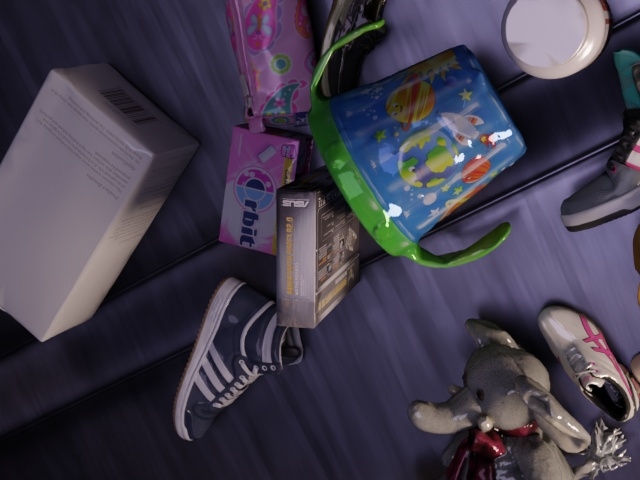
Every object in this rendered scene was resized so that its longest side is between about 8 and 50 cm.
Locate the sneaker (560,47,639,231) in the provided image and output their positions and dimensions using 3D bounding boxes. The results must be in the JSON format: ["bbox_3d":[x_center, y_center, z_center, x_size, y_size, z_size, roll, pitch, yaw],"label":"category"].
[{"bbox_3d":[0.398,-0.150,1.212,0.295,0.124,0.178,-33,94,16],"label":"sneaker"}]

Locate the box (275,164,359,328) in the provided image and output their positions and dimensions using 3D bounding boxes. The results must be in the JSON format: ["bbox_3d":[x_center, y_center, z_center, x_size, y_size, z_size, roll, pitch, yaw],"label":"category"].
[{"bbox_3d":[0.000,0.000,1.342,0.056,0.231,0.183,5,105,16],"label":"box"}]

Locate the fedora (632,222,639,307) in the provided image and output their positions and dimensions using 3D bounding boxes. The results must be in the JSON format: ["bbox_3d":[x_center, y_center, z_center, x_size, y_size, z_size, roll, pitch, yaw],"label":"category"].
[{"bbox_3d":[0.456,0.005,1.234,0.079,0.194,0.194,45,120,47],"label":"fedora"}]

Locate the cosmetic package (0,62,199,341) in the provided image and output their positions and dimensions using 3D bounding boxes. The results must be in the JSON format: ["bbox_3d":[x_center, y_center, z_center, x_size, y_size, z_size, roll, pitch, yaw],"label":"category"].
[{"bbox_3d":[-0.388,-0.058,1.520,0.217,0.156,0.385,41,114,8],"label":"cosmetic package"}]

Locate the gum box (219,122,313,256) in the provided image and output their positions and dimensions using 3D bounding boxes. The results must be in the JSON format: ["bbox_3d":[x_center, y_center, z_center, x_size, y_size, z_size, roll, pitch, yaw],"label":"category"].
[{"bbox_3d":[-0.082,-0.072,1.447,0.107,0.062,0.188,14,107,18],"label":"gum box"}]

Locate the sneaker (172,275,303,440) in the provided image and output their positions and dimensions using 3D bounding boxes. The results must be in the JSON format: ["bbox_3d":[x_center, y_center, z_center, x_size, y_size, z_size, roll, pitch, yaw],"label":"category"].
[{"bbox_3d":[-0.125,0.211,1.510,0.153,0.099,0.282,24,106,16],"label":"sneaker"}]

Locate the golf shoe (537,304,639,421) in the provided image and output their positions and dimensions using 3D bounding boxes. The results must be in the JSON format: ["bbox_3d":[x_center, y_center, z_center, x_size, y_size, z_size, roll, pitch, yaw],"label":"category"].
[{"bbox_3d":[0.366,0.165,1.321,0.186,0.086,0.067,48,114,7],"label":"golf shoe"}]

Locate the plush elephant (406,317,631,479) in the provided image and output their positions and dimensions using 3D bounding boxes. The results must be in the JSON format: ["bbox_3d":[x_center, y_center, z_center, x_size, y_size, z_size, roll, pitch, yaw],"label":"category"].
[{"bbox_3d":[0.235,0.259,1.302,0.330,0.272,0.255,-28,106,-4],"label":"plush elephant"}]

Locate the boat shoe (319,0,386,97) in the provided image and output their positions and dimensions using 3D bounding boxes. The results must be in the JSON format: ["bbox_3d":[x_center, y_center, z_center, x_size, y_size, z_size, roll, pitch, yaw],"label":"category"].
[{"bbox_3d":[0.054,-0.296,1.336,0.073,0.080,0.223,16,103,22],"label":"boat shoe"}]

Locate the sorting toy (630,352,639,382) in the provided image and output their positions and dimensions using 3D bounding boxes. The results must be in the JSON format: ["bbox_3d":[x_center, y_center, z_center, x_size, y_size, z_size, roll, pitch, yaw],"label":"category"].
[{"bbox_3d":[0.549,0.198,1.283,0.193,0.038,0.208,-39,87,24],"label":"sorting toy"}]

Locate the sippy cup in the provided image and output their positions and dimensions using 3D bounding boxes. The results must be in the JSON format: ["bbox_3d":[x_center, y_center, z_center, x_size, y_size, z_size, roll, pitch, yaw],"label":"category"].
[{"bbox_3d":[0.137,-0.132,1.276,0.224,0.305,0.240,-31,45,14],"label":"sippy cup"}]

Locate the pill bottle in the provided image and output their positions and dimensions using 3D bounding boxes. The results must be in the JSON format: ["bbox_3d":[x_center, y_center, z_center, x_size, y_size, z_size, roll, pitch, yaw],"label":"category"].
[{"bbox_3d":[0.287,-0.260,1.181,0.121,0.216,0.121,5,103,20],"label":"pill bottle"}]

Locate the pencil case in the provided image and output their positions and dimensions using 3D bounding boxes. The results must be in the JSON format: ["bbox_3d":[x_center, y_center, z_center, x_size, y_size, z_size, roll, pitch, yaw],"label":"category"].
[{"bbox_3d":[-0.074,-0.298,1.361,0.124,0.124,0.284,-6,99,22],"label":"pencil case"}]
